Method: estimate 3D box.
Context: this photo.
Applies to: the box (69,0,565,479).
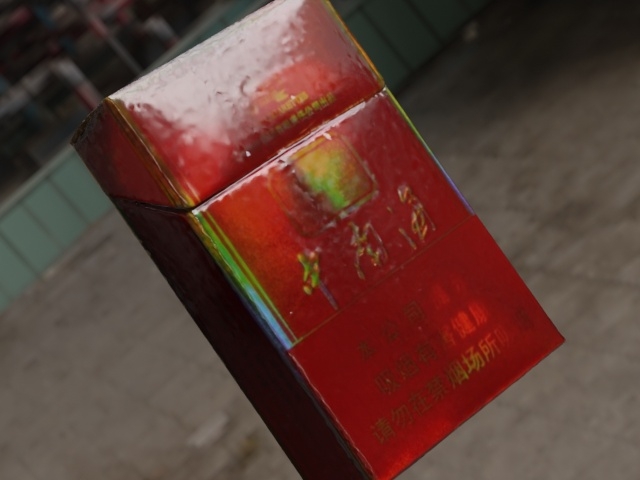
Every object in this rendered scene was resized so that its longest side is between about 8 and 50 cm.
[{"bbox_3d":[0.000,0.001,1.349,0.197,0.313,0.089,-35,-1,-32],"label":"box"}]
